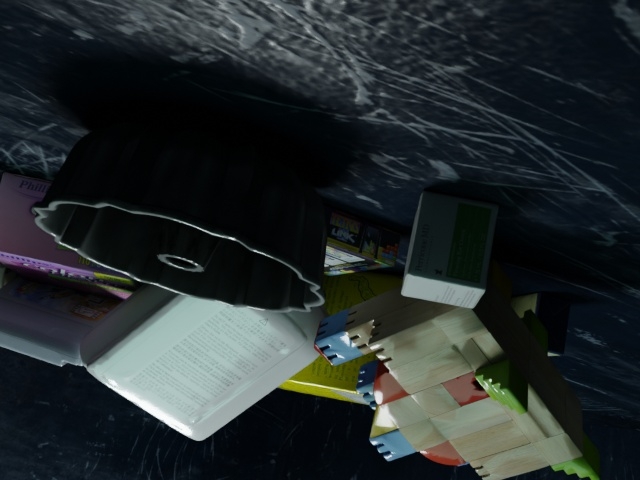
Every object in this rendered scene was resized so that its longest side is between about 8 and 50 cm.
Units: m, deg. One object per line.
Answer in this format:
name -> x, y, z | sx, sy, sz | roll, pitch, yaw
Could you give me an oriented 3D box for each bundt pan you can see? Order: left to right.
bundt pan -> -0.138, -0.030, 1.016 | 0.330, 0.124, 0.331 | 14, 164, 4

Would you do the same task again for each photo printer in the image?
photo printer -> -0.155, 0.136, 1.339 | 0.307, 0.107, 0.256 | -38, 122, 19

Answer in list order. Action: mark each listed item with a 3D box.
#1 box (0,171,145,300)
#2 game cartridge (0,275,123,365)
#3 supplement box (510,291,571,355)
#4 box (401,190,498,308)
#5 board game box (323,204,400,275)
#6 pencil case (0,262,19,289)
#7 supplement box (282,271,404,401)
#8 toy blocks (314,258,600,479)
box -> -0.361, 0.006, 1.389 | 0.213, 0.117, 0.243 | 12, 166, -2
game cartridge -> -0.409, 0.106, 1.493 | 0.198, 0.062, 0.297 | 20, -160, 8
supplement box -> 0.321, 0.127, 1.370 | 0.056, 0.083, 0.083 | 17, 165, -20
box -> 0.143, 0.012, 1.020 | 0.087, 0.101, 0.102 | 11, 164, 5
board game box -> 0.000, 0.000, 1.209 | 0.141, 0.048, 0.170 | 21, 164, -26
pencil case -> -0.675, -0.010, 1.504 | 0.410, 0.160, 0.183 | 13, -164, -8
supplement box -> 0.068, 0.162, 1.492 | 0.356, 0.195, 0.194 | 6, 165, 24
toy blocks -> 0.161, 0.195, 1.213 | 0.261, 0.191, 0.381 | -26, 117, 29
